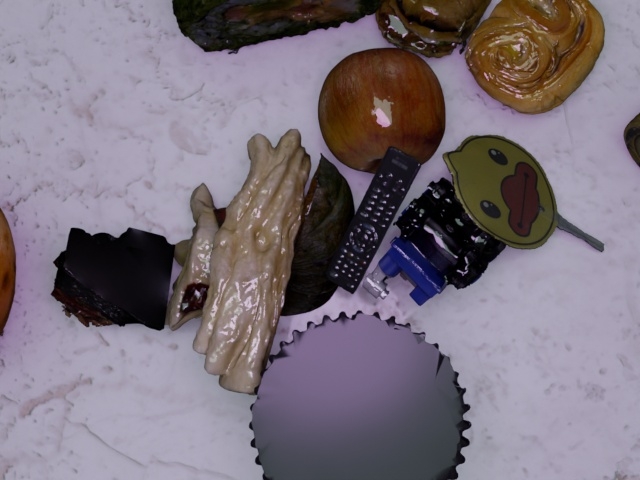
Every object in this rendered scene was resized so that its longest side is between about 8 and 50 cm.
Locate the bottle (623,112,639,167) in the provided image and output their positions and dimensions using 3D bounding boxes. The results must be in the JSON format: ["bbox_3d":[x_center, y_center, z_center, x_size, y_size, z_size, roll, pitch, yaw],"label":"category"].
[{"bbox_3d":[0.691,-0.242,1.452,0.351,0.171,0.171,-41,84,-6],"label":"bottle"}]

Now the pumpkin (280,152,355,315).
[{"bbox_3d":[0.003,0.004,1.427,0.111,0.163,0.279,20,85,-1],"label":"pumpkin"}]

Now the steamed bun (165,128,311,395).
[{"bbox_3d":[-0.148,0.033,1.401,0.189,0.247,0.428,13,71,-6],"label":"steamed bun"}]

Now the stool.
[{"bbox_3d":[0.051,0.258,1.310,0.297,0.330,0.297,0,83,0],"label":"stool"}]

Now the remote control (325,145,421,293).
[{"bbox_3d":[0.082,-0.029,1.367,0.063,0.025,0.245,35,111,21],"label":"remote control"}]

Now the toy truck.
[{"bbox_3d":[0.177,0.020,1.413,0.161,0.213,0.177,46,124,5],"label":"toy truck"}]

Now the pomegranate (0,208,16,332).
[{"bbox_3d":[-0.656,0.026,1.336,0.410,0.410,0.410,0,83,0],"label":"pomegranate"}]

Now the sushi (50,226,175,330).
[{"bbox_3d":[-0.354,0.068,1.426,0.172,0.150,0.153,16,67,-28],"label":"sushi"}]

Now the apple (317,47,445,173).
[{"bbox_3d":[0.100,-0.209,1.428,0.211,0.211,0.188,-7,74,0],"label":"apple"}]

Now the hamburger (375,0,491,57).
[{"bbox_3d":[0.198,-0.423,1.498,0.183,0.130,0.206,26,81,1],"label":"hamburger"}]

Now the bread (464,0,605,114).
[{"bbox_3d":[0.367,-0.328,1.487,0.198,0.120,0.236,41,85,6],"label":"bread"}]

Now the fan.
[{"bbox_3d":[0.344,-0.066,1.457,0.335,0.011,0.230,28,51,-15],"label":"fan"}]

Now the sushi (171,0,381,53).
[{"bbox_3d":[-0.079,-0.442,1.420,0.351,0.294,0.178,-12,87,-3],"label":"sushi"}]
